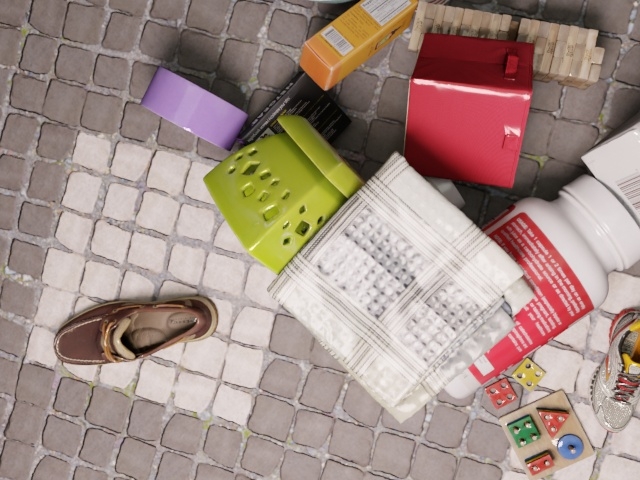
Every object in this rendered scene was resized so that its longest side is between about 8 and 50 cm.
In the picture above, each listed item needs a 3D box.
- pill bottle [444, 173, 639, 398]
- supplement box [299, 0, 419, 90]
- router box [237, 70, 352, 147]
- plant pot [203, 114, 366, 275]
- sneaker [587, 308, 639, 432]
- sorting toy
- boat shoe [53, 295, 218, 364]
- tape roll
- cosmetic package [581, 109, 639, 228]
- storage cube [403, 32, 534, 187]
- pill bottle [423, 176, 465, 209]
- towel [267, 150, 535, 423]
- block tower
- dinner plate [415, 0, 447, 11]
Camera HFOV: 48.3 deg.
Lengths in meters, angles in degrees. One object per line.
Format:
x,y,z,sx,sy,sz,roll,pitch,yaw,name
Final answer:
0.338,0.073,1.242,0.407,0.229,0.229,-36,86,7,pill bottle
0.072,-0.378,1.304,0.233,0.078,0.080,-39,81,-19,supplement box
-0.048,-0.208,1.341,0.179,0.046,0.133,-47,112,-5,router box
-0.029,-0.065,1.228,0.207,0.228,0.227,-43,47,6,plant pot
0.544,0.236,1.285,0.088,0.093,0.225,11,93,8,sneaker
0.418,0.359,1.328,0.132,0.046,0.275,-27,87,7,sorting toy
-0.377,0.180,1.395,0.341,0.123,0.123,-9,90,8,boat shoe
-0.234,-0.245,1.335,0.189,0.189,0.080,29,94,6,tape roll
0.650,-0.175,1.165,0.385,0.156,0.217,-38,89,-16,cosmetic package
0.253,-0.225,1.233,0.193,0.184,0.215,9,132,10,storage cube
0.154,-0.047,1.321,0.208,0.119,0.119,-34,86,7,pill bottle
0.127,0.082,1.112,0.324,0.056,0.312,44,97,-3,towel
0.334,-0.355,1.305,0.335,0.097,0.091,12,93,6,block tower
0.194,-0.504,1.358,0.141,0.017,0.141,0,90,8,dinner plate
